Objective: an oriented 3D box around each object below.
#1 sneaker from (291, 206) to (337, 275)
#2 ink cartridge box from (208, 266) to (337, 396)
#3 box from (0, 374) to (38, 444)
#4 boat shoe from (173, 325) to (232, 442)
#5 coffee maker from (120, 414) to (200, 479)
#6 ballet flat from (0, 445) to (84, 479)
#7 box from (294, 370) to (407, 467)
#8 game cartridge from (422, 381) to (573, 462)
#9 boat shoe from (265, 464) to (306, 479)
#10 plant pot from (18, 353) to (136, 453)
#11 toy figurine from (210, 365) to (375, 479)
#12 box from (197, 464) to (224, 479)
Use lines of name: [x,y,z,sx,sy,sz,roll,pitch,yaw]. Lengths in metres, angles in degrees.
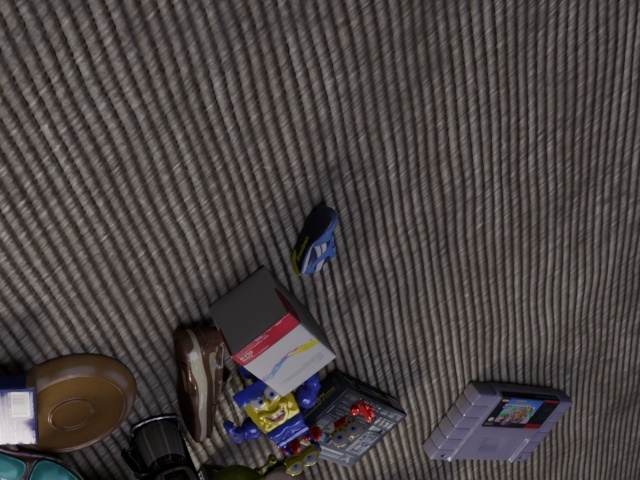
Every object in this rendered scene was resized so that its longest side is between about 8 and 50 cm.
sneaker: [0.000,0.000,1.455,0.059,0.053,0.144,3,134,-31]
ink cartridge box: [-0.081,0.162,1.490,0.127,0.128,0.176,-38,135,4]
box: [-0.566,0.272,1.350,0.225,0.036,0.136,0,127,-16]
boat shoe: [-0.200,0.259,1.533,0.095,0.095,0.257,-18,134,-25]
coffee maker: [-0.275,0.441,1.581,0.120,0.178,0.171,-28,136,-5]
ballet flat: [-0.510,0.395,1.473,0.222,0.079,0.076,27,82,-29]
box: [0.049,0.382,1.804,0.183,0.059,0.233,-46,135,12]
game cartridge: [0.443,0.449,2.095,0.355,0.068,0.230,12,124,-37]
boat shoe: [-0.095,0.625,1.908,0.116,0.123,0.324,-26,138,-59]
plant pot: [-0.429,0.291,1.469,0.236,0.032,0.236,-16,134,-17]
toy figurine: [-0.105,0.329,1.619,0.363,0.191,0.217,-32,92,3]
box: [-0.224,0.623,1.702,0.060,0.270,0.216,18,115,-38]
